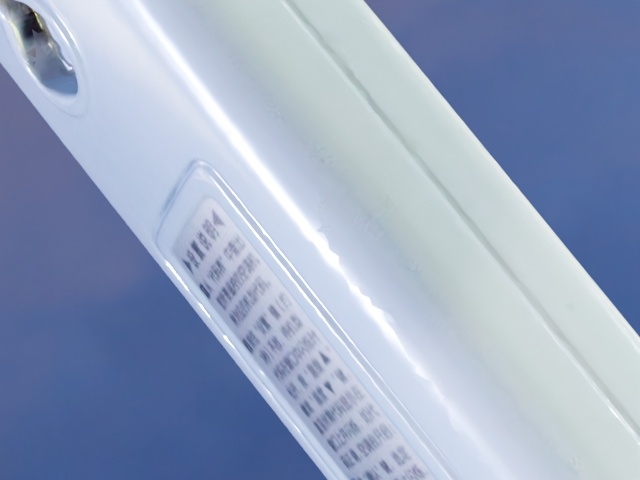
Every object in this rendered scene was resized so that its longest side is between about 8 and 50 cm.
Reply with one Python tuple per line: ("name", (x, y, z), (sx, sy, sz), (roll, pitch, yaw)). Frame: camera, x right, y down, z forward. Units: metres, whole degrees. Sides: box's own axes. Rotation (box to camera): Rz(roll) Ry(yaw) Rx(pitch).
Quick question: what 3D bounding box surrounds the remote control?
("remote control", (0.000, 0.000, 0.345), (0.047, 0.087, 0.244), (-36, -98, -22))
